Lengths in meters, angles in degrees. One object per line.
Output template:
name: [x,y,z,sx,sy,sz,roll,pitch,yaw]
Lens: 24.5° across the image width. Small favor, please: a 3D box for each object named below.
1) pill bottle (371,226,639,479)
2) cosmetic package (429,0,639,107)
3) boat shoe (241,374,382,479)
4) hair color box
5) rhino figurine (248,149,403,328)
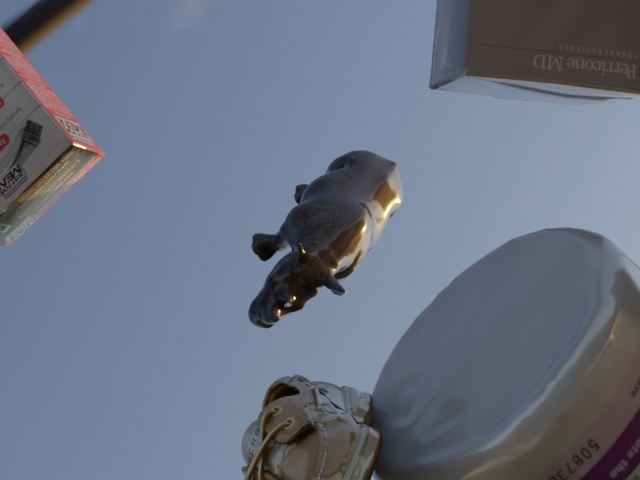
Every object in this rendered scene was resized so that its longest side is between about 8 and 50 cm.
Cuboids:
pill bottle: [0.179,0.145,0.760,0.301,0.169,0.169,42,-87,-19]
cosmetic package: [0.148,-0.211,0.963,0.127,0.107,0.238,3,-93,-9]
boat shoe: [-0.008,0.100,0.676,0.059,0.170,0.063,18,-85,-2]
hair color box: [-0.229,-0.088,0.954,0.093,0.167,0.053,-42,-16,9]
rhino figurine: [0.000,0.000,1.171,0.106,0.243,0.073,-31,-77,30]
